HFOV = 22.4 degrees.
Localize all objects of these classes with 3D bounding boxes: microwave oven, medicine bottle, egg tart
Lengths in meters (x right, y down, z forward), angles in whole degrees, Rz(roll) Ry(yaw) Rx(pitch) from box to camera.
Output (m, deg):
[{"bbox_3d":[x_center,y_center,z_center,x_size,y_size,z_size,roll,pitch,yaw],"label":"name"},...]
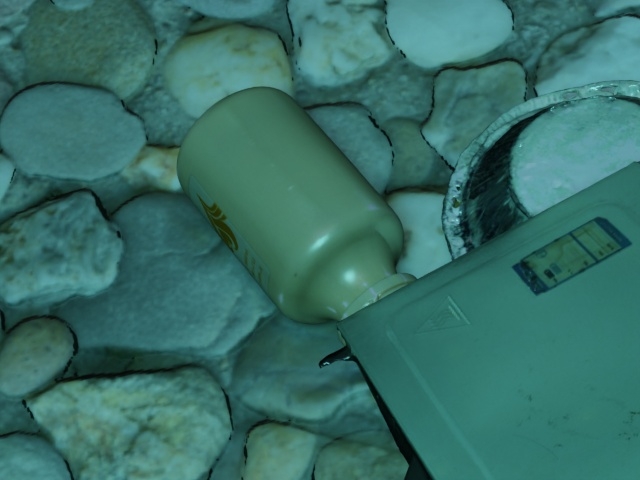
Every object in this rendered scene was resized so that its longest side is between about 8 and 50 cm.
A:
[{"bbox_3d":[0.205,0.152,0.949,0.286,0.218,0.355,-29,32,-4],"label":"microwave oven"},{"bbox_3d":[0.000,0.000,1.197,0.114,0.114,0.252,-35,59,-9],"label":"medicine bottle"},{"bbox_3d":[0.203,-0.032,1.185,0.234,0.094,0.234,-7,59,11],"label":"egg tart"}]
